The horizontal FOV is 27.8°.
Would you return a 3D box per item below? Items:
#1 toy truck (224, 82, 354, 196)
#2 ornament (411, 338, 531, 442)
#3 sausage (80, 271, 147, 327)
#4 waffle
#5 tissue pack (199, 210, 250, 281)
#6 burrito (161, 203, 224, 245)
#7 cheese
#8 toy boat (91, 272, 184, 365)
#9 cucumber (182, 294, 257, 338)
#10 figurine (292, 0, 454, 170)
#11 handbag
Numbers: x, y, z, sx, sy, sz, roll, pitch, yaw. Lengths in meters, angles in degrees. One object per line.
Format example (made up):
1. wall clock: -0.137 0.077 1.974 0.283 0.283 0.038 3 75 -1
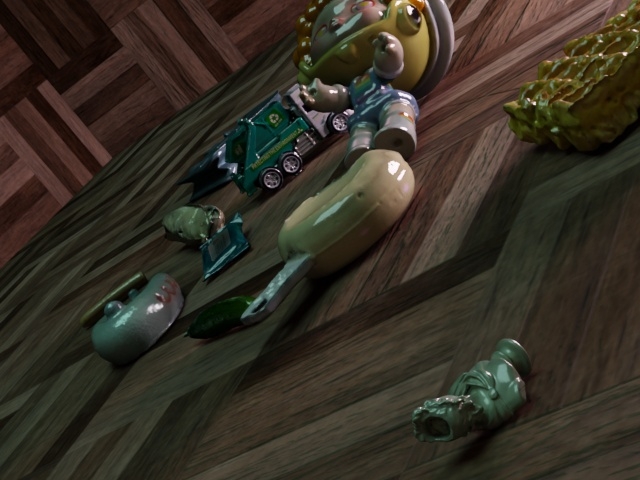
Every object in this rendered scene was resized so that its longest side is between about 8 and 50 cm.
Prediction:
1. toy truck: -0.060 -0.169 2.029 0.216 0.116 0.110 -40 13 -6
2. ornament: 0.105 0.104 0.864 0.068 0.041 0.092 -24 9 30
3. sausage: -0.337 0.096 2.094 0.132 0.024 0.024 -37 13 3
4. waffle: 0.287 -0.175 1.257 0.229 0.057 0.219 -40 13 -10
5. tissue pack: -0.135 0.011 1.839 0.085 0.028 0.138 -40 18 8
6. burrito: -0.198 -0.021 2.027 0.058 0.063 0.229 -33 13 -17
7. cheese: 0.011 -0.004 1.398 0.163 0.071 0.249 -31 15 34
8. toy boat: -0.258 0.097 1.775 0.134 0.079 0.208 -34 12 10
9. cucumber: -0.113 0.088 1.500 0.155 0.037 0.037 -23 21 48
10. figurine: 0.065 -0.209 1.762 0.224 0.205 0.382 -25 39 35
11. handbag: -0.161 -0.175 2.455 0.229 0.062 0.179 -49 13 -34
